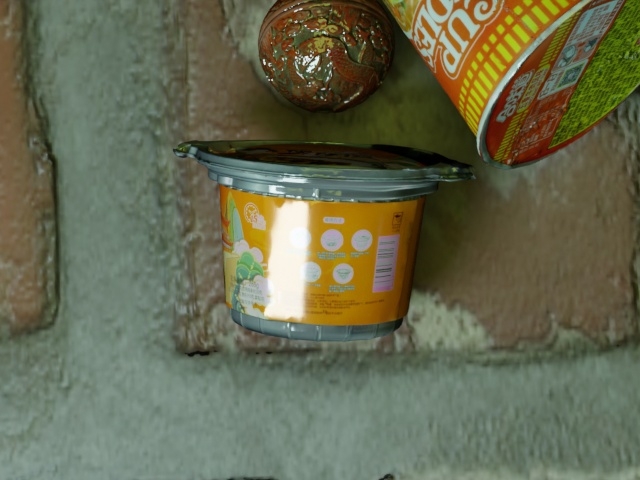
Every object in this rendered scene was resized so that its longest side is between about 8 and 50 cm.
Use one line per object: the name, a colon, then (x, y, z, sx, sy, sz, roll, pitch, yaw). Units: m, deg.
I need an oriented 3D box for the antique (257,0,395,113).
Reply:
antique: (0.004, -0.138, 1.340, 0.104, 0.104, 0.104, 0, 84, 2)

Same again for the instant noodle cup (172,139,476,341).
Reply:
instant noodle cup: (0.000, 0.000, 1.302, 0.208, 0.178, 0.125, 9, 102, 34)

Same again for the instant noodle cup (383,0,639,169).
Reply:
instant noodle cup: (0.122, -0.189, 1.297, 0.193, 0.193, 0.212, -38, 67, -2)
